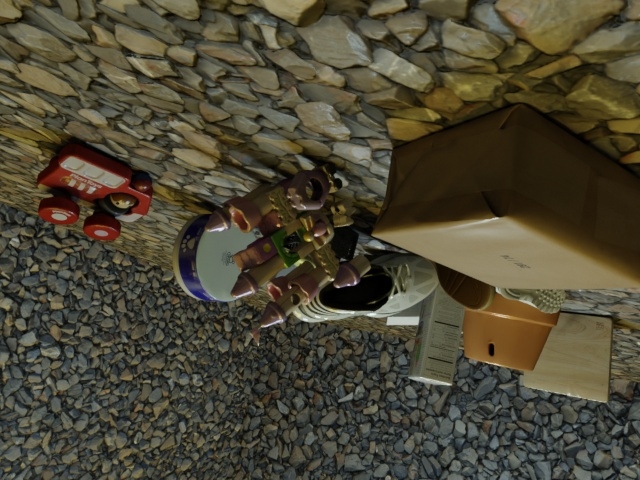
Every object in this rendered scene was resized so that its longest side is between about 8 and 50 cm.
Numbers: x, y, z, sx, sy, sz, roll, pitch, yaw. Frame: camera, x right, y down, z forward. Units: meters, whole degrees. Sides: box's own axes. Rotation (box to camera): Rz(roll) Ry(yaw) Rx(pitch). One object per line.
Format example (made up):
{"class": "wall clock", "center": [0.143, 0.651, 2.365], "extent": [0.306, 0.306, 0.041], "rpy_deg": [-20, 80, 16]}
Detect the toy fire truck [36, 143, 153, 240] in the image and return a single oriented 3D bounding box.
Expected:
{"class": "toy fire truck", "center": [-0.589, -0.137, 1.525], "extent": [0.254, 0.169, 0.302], "rpy_deg": [-21, 147, 36]}

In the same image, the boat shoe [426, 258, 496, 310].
{"class": "boat shoe", "center": [0.294, 0.041, 1.204], "extent": [0.089, 0.105, 0.285], "rpy_deg": [11, -149, -29]}

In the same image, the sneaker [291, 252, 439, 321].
{"class": "sneaker", "center": [0.168, 0.126, 1.435], "extent": [0.447, 0.169, 0.257], "rpy_deg": [-10, 180, -26]}

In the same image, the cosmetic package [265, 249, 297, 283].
{"class": "cosmetic package", "center": [-0.186, 0.104, 2.077], "extent": [0.107, 0.127, 0.238], "rpy_deg": [27, 163, -40]}

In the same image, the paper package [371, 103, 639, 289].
{"class": "paper package", "center": [0.302, -0.041, 0.912], "extent": [0.324, 0.168, 0.309], "rpy_deg": [21, 165, -27]}

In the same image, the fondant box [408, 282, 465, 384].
{"class": "fondant box", "center": [0.350, 0.255, 1.683], "extent": [0.096, 0.330, 0.238], "rpy_deg": [14, 167, 4]}

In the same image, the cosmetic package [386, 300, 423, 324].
{"class": "cosmetic package", "center": [0.334, 0.224, 1.861], "extent": [0.239, 0.099, 0.060], "rpy_deg": [0, 141, 1]}

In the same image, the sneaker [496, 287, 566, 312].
{"class": "sneaker", "center": [0.554, 0.128, 1.525], "extent": [0.235, 0.090, 0.095], "rpy_deg": [21, -177, -20]}

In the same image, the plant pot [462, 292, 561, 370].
{"class": "plant pot", "center": [0.549, 0.268, 1.695], "extent": [0.290, 0.204, 0.291], "rpy_deg": [11, 175, 1]}

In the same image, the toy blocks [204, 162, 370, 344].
{"class": "toy blocks", "center": [-0.094, 0.031, 1.202], "extent": [0.309, 0.260, 0.289], "rpy_deg": [-5, 116, 55]}

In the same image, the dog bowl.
{"class": "dog bowl", "center": [-0.308, 0.051, 1.706], "extent": [0.104, 0.265, 0.265], "rpy_deg": [2, 161, 37]}

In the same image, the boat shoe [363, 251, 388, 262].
{"class": "boat shoe", "center": [0.187, 0.053, 1.669], "extent": [0.133, 0.042, 0.049], "rpy_deg": [9, -170, 26]}

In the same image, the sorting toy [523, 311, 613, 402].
{"class": "sorting toy", "center": [0.802, 0.361, 1.824], "extent": [0.257, 0.256, 0.089], "rpy_deg": [2, 177, 41]}

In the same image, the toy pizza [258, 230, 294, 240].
{"class": "toy pizza", "center": [-0.089, -0.009, 1.697], "extent": [0.201, 0.032, 0.201], "rpy_deg": [18, 176, 1]}

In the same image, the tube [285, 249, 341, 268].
{"class": "tube", "center": [-0.007, 0.074, 1.572], "extent": [0.240, 0.062, 0.070], "rpy_deg": [23, 124, -13]}

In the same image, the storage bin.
{"class": "storage bin", "center": [0.000, 0.000, 1.560], "extent": [0.180, 0.084, 0.122], "rpy_deg": [22, 165, -23]}
